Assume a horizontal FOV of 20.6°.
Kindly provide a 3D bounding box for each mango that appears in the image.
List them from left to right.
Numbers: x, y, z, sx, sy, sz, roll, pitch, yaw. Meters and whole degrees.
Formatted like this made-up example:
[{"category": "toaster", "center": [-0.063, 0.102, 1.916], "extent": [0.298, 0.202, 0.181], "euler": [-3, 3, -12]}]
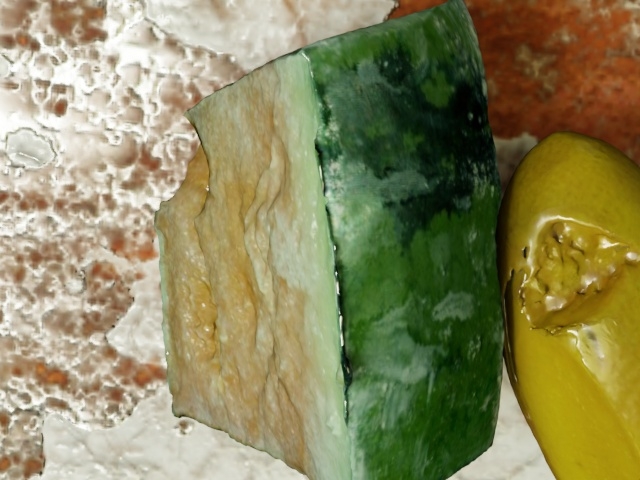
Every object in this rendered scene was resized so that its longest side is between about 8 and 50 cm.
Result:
[{"category": "mango", "center": [0.183, 0.060, 1.057], "extent": [0.130, 0.167, 0.262], "euler": [-8, 122, 36]}]

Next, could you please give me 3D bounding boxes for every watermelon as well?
[{"category": "watermelon", "center": [0.016, -0.001, 1.020], "extent": [0.151, 0.302, 0.264], "euler": [-8, 98, -23]}]
